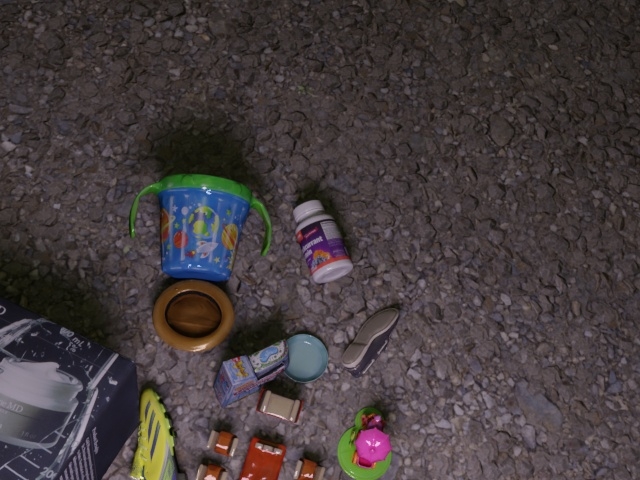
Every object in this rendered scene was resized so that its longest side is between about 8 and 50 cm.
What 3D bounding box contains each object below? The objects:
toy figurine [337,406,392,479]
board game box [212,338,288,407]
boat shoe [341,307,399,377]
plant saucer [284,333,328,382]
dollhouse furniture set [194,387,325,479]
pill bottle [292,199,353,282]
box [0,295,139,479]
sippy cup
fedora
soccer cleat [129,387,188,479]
[{"bbox_3d":[0.119,0.447,1.848,0.130,0.159,0.173,15,65,-2],"label":"toy figurine"},{"bbox_3d":[-0.155,0.297,1.837,0.194,0.194,0.060,-25,73,-9],"label":"board game box"},{"bbox_3d":[0.130,0.250,2.000,0.206,0.075,0.065,-46,123,-28],"label":"boat shoe"},{"bbox_3d":[-0.041,0.286,1.967,0.119,0.021,0.119,3,67,-7],"label":"plant saucer"},{"bbox_3d":[-0.120,0.474,1.839,0.262,0.135,0.259,18,77,-1],"label":"dollhouse furniture set"},{"bbox_3d":[0.000,0.000,2.049,0.108,0.108,0.194,-17,70,-15],"label":"pill bottle"},{"bbox_3d":[-0.685,0.388,1.601,0.479,0.297,0.472,24,49,8],"label":"box"},{"bbox_3d":[-0.288,-0.020,1.963,0.305,0.240,0.224,0,76,18],"label":"sippy cup"},{"bbox_3d":[-0.300,0.186,1.938,0.194,0.079,0.194,1,65,-2],"label":"fedora"},{"bbox_3d":[-0.371,0.469,1.800,0.121,0.093,0.289,-15,70,-8],"label":"soccer cleat"}]
